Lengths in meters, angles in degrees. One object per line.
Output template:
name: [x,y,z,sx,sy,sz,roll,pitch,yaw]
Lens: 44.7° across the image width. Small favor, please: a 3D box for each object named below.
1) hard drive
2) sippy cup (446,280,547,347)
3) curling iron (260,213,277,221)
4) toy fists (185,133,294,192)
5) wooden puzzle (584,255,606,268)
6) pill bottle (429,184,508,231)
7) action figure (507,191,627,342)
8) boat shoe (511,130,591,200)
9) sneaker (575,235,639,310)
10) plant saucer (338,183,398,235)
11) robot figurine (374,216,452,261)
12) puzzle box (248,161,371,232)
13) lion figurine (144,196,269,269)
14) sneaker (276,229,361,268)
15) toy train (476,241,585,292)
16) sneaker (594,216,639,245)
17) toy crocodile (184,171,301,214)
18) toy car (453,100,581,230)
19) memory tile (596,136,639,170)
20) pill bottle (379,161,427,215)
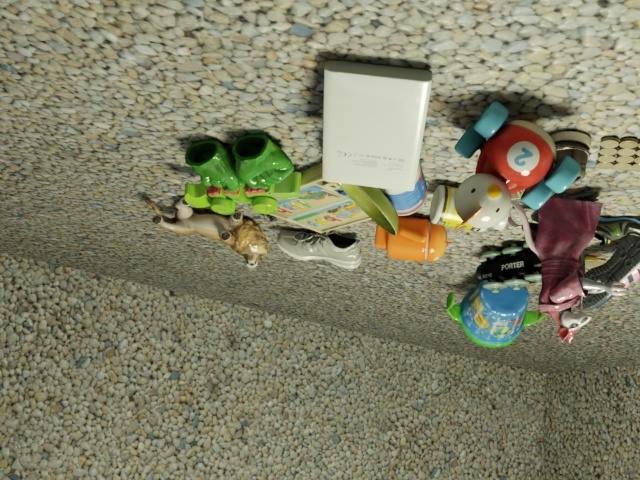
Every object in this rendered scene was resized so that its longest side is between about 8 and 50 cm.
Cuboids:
hard drive: [0.106,-0.224,1.575,0.203,0.040,0.307,7,142,5]
sippy cup: [0.610,0.225,2.684,0.306,0.240,0.224,-27,156,-15]
curling iron: [-0.218,-0.120,2.238,0.274,0.035,0.068,28,-168,-39]
toy fists: [-0.198,-0.183,1.925,0.279,0.096,0.142,-3,156,31]
wooden puzzle: [0.839,0.068,2.388,0.079,0.014,0.116,9,163,13]
pill bottle: [0.379,-0.078,1.984,0.184,0.103,0.103,10,163,-4]
action figure: [0.581,0.064,1.891,0.276,0.369,0.248,7,162,9]
boat shoe: [0.485,-0.141,1.741,0.117,0.096,0.324,13,162,-16]
sneaker: [0.846,0.100,2.174,0.131,0.112,0.319,10,140,-28]
plant saucer: [0.104,-0.109,1.815,0.241,0.037,0.241,46,177,3]
robot figurine: [0.268,-0.003,2.235,0.220,0.128,0.158,6,138,9]
puzzle box: [0.021,-0.113,2.133,0.272,0.052,0.409,19,160,-32]
lion figurine: [-0.350,-0.042,2.449,0.392,0.142,0.240,22,171,4]
sneaker: [0.000,0.000,2.484,0.282,0.105,0.115,10,133,0]
toy train: [0.630,0.083,2.345,0.190,0.142,0.334,7,166,-31]
sneaker: [0.760,-0.021,2.028,0.188,0.078,0.067,3,162,14]
toy crocodile: [-0.204,-0.137,2.052,0.341,0.115,0.105,-1,160,28]
toy car: [0.349,-0.108,1.558,0.219,0.238,0.210,37,161,1]
memory tile: [0.653,-0.185,1.664,0.113,0.012,0.148,3,162,16]
pill bottle: [0.177,-0.150,1.814,0.124,0.124,0.221,4,163,16]
